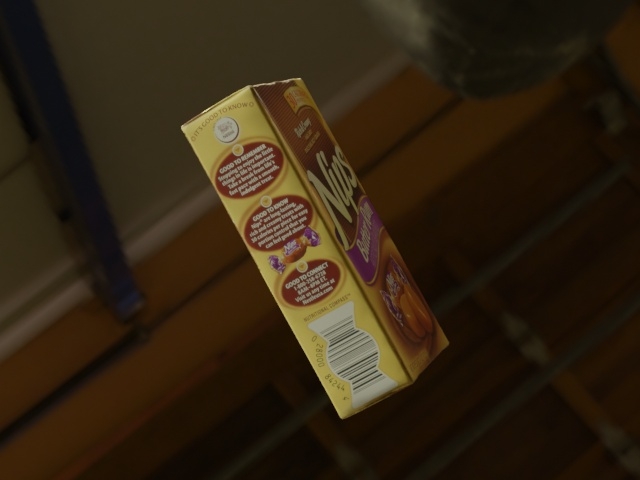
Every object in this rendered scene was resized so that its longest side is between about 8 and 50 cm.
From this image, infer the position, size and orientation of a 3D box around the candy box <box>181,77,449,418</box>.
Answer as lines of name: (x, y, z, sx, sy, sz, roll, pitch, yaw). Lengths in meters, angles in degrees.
candy box: (0.000, 0.000, 0.998, 0.053, 0.187, 0.109, -31, 0, 16)
